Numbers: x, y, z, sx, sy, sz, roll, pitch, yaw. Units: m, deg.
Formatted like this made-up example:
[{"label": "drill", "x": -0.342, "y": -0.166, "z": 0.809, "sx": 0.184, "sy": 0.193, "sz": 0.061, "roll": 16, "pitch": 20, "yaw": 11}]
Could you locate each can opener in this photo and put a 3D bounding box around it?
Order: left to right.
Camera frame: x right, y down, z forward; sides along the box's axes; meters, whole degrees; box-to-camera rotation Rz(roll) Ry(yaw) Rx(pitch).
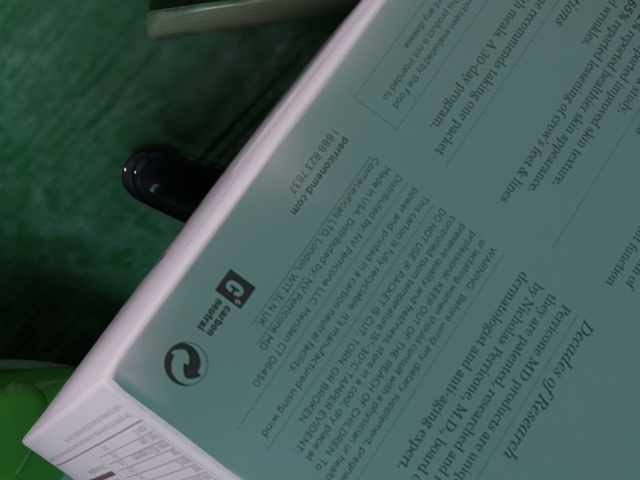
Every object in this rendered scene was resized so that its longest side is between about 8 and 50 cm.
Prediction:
[{"label": "can opener", "x": 0.000, "y": 0.000, "z": 0.633, "sx": 0.186, "sy": 0.073, "sz": 0.059, "roll": 18, "pitch": 169, "yaw": -13}]

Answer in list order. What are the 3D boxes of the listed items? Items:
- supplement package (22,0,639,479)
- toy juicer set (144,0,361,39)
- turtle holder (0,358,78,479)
[{"label": "supplement package", "x": 0.072, "y": 0.059, "z": 0.481, "sx": 0.263, "sy": 0.199, "sz": 0.198, "roll": 38, "pitch": 159, "yaw": -6}, {"label": "toy juicer set", "x": 0.061, "y": -0.166, "z": 0.454, "sx": 0.209, "sy": 0.089, "sz": 0.329, "roll": 0, "pitch": 159, "yaw": -13}, {"label": "turtle holder", "x": -0.165, "y": 0.214, "z": 0.661, "sx": 0.243, "sy": 0.320, "sz": 0.227, "roll": 13, "pitch": 171, "yaw": -33}]
